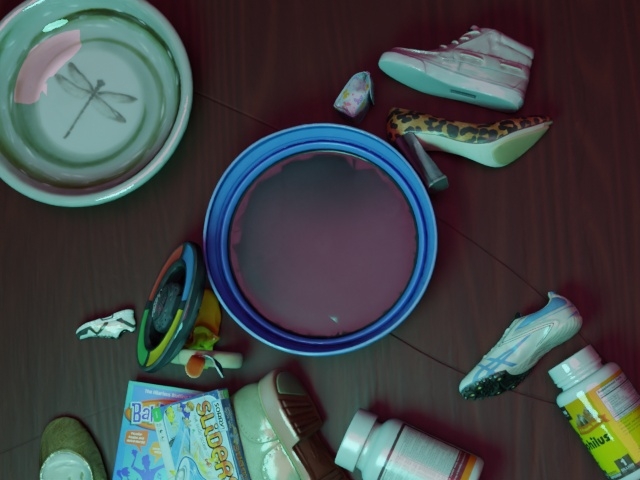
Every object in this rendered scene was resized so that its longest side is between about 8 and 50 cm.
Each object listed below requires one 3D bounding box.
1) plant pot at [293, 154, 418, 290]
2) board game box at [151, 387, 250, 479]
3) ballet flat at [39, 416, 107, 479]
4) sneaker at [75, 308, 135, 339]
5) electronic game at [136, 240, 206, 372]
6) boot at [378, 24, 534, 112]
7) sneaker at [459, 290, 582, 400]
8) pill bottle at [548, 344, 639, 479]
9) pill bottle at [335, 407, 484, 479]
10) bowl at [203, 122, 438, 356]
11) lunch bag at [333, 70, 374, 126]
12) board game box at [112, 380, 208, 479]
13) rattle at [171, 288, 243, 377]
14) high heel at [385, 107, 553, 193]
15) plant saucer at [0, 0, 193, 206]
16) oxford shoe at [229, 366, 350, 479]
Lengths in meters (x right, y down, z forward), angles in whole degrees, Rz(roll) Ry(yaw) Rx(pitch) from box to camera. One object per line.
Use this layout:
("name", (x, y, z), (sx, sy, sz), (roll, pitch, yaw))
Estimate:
("plant pot", (0.072, -0.029, 1.960), (0.236, 0.032, 0.236), (-1, 82, 5))
("board game box", (-0.191, 0.356, 1.859), (0.136, 0.035, 0.201), (-20, 79, 23))
("ballet flat", (-0.414, 0.463, 1.893), (0.116, 0.124, 0.342), (-9, 81, 4))
("sneaker", (-0.372, 0.155, 1.976), (0.109, 0.040, 0.043), (-19, 82, 3))
("electronic game", (-0.251, 0.109, 1.887), (0.048, 0.229, 0.229), (21, 84, -22))
("boot", (0.238, -0.314, 1.963), (0.258, 0.095, 0.123), (18, 78, 0))
("sneaker", (0.323, 0.178, 1.886), (0.237, 0.085, 0.086), (-39, 54, 3))
("pill bottle", (0.462, 0.278, 1.830), (0.117, 0.117, 0.215), (-33, 79, 0))
("pill bottle", (0.143, 0.364, 1.850), (0.221, 0.121, 0.121), (24, 85, 9))
("bowl", (0.000, 0.000, 1.909), (0.391, 0.077, 0.391), (-1, 81, 6))
("lunch bag", (0.066, -0.248, 1.972), (0.053, 0.071, 0.083), (31, 85, 11))
("board game box", (-0.262, 0.353, 1.932), (0.160, 0.047, 0.210), (7, 82, 7))
("rattle", (-0.185, 0.154, 1.875), (0.130, 0.199, 0.142), (20, 84, 8))
("high heel", (0.249, -0.204, 1.951), (0.261, 0.093, 0.186), (-25, 59, -11))
("plant saucer", (-0.413, -0.249, 2.009), (0.400, 0.100, 0.400), (-1, 81, 6))
("oxford shoe", (-0.040, 0.416, 1.875), (0.146, 0.140, 0.397), (-27, 76, 23))
